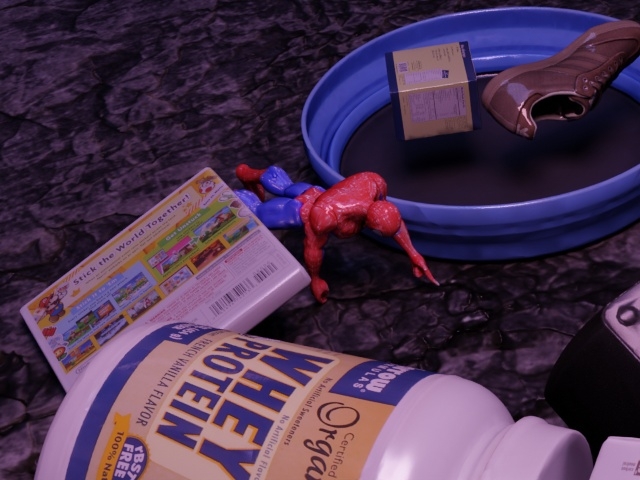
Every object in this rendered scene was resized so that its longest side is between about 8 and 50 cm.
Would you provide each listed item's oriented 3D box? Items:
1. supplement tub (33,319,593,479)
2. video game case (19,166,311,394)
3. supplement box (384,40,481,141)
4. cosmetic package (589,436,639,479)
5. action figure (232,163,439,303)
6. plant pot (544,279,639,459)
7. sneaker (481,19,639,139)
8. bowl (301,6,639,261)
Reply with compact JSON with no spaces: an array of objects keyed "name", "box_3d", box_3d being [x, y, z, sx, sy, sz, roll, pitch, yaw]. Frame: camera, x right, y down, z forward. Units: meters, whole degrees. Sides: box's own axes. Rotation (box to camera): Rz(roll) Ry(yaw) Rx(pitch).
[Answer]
[{"name":"supplement tub","box_3d":[-0.002,0.185,0.908,0.316,0.228,0.228,9,39,25]},{"name":"video game case","box_3d":[-0.145,0.051,1.252,0.227,0.026,0.206,-38,40,-5]},{"name":"supplement box","box_3d":[0.109,-0.146,1.359,0.083,0.056,0.083,-8,35,4]},{"name":"cosmetic package","box_3d":[0.184,0.241,0.786,0.085,0.117,0.231,-6,55,62]},{"name":"action figure","box_3d":[0.000,0.000,1.304,0.091,0.139,0.280,-34,19,-26]},{"name":"plant pot","box_3d":[0.275,0.087,0.943,0.187,0.167,0.188,-35,62,-7]},{"name":"sneaker","box_3d":[0.246,-0.147,1.337,0.188,0.066,0.071,-26,58,-18]},{"name":"bowl","box_3d":[0.177,-0.114,1.413,0.391,0.077,0.391,-7,35,5]}]
